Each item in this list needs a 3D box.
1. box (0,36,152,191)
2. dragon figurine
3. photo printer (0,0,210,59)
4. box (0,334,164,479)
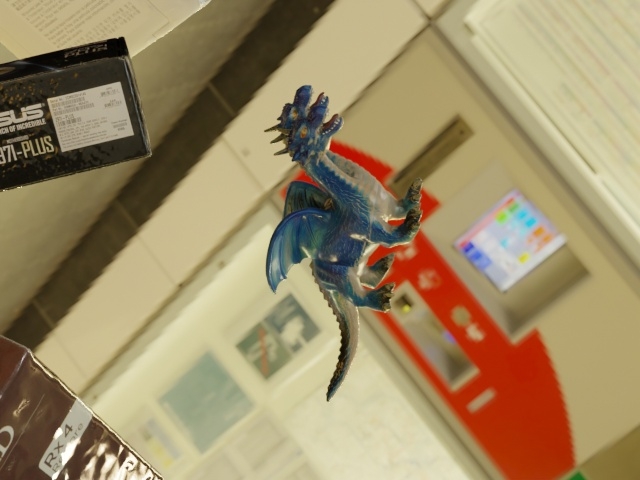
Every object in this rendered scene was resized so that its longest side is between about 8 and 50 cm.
[{"bbox_3d":[-0.225,-0.093,0.974,0.180,0.077,0.147,-14,-164,-5],"label":"box"},{"bbox_3d":[0.000,0.000,1.107,0.085,0.144,0.289,-81,-173,-53],"label":"dragon figurine"},{"bbox_3d":[-0.299,-0.325,1.396,0.256,0.307,0.107,-28,-147,32],"label":"photo printer"},{"bbox_3d":[-0.223,0.141,0.710,0.168,0.167,0.203,-60,154,-19],"label":"box"}]
